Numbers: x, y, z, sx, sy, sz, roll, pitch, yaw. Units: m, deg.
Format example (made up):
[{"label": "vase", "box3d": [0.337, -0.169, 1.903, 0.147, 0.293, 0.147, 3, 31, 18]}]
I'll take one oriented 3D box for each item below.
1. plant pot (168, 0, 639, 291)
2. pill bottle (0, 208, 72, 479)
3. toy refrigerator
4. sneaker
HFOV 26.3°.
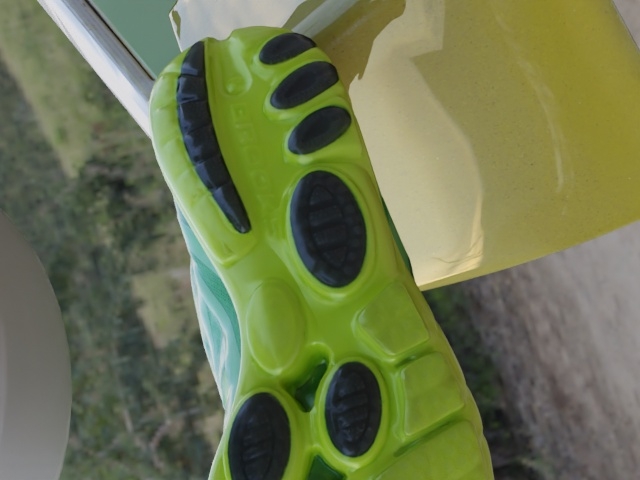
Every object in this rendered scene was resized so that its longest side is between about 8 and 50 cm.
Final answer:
[{"label": "plant pot", "box3d": [0.043, -0.094, 0.718, 0.212, 0.187, 0.212, 51, -172, -34]}, {"label": "pill bottle", "box3d": [-0.215, 0.029, 0.299, 0.361, 0.204, 0.204, 24, -132, -69]}, {"label": "toy refrigerator", "box3d": [-0.145, -0.188, 0.998, 0.269, 0.102, 0.094, 50, 168, 29]}, {"label": "sneaker", "box3d": [0.005, 0.054, 0.548, 0.123, 0.109, 0.295, 66, -168, -63]}]
